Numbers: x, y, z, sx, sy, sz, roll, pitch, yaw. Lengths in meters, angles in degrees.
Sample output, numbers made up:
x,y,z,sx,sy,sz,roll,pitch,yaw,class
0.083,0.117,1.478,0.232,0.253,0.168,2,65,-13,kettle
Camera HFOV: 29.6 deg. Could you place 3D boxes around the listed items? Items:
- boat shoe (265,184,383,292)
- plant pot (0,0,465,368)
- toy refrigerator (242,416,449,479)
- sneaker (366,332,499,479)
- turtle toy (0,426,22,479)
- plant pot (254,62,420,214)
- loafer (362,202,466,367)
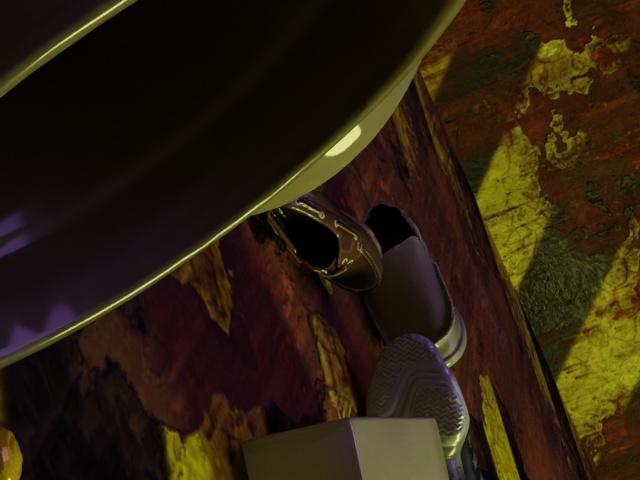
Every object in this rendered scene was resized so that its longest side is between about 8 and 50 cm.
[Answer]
x,y,z,sx,sy,sz,roll,pitch,yaw,class
0.000,0.000,1.204,0.207,0.073,0.073,45,28,-42,boat shoe
-0.140,-0.134,0.496,0.280,0.323,0.323,52,12,10,plant pot
0.029,0.199,0.967,0.269,0.094,0.102,22,55,-70,toy refrigerator
0.125,0.230,1.263,0.153,0.101,0.268,17,58,-73,sneaker
-0.148,0.130,0.436,0.066,0.095,0.130,86,-7,-58,turtle toy
-0.095,-0.173,0.733,0.191,0.284,0.284,24,45,-54,plant pot
0.093,0.053,1.423,0.092,0.102,0.268,55,9,-37,loafer
